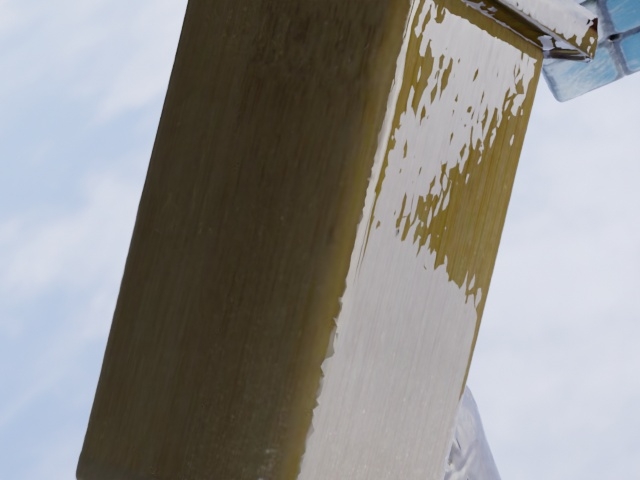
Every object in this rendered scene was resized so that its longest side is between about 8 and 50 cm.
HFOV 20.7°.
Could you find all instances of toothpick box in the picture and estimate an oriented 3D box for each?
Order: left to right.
[{"bbox_3d":[0.000,0.000,0.933,0.190,0.187,0.308,10,-96,35],"label":"toothpick box"}]

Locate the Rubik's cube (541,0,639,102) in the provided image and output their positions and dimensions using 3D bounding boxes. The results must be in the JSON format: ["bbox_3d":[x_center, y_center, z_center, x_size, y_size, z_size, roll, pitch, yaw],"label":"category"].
[{"bbox_3d":[0.246,-0.314,1.461,0.259,0.256,0.253,-25,-124,10],"label":"Rubik's cube"}]

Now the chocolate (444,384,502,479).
[{"bbox_3d":[0.036,0.308,1.840,0.384,0.331,0.383,-26,-167,7],"label":"chocolate"}]
